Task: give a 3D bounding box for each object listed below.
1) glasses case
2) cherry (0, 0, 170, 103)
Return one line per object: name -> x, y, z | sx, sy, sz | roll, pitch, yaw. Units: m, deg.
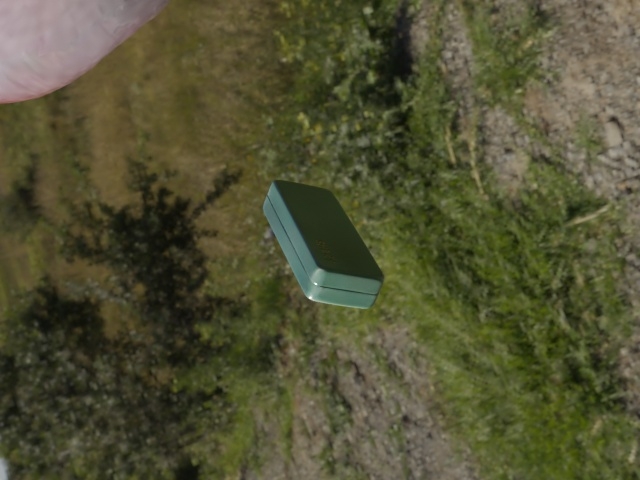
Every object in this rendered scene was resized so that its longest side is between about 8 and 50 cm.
glasses case -> 0.000, 0.000, 0.958 | 0.039, 0.078, 0.184 | -67, 29, 25
cherry -> -0.175, -0.190, 0.448 | 0.239, 0.239, 0.206 | 105, 146, -57
